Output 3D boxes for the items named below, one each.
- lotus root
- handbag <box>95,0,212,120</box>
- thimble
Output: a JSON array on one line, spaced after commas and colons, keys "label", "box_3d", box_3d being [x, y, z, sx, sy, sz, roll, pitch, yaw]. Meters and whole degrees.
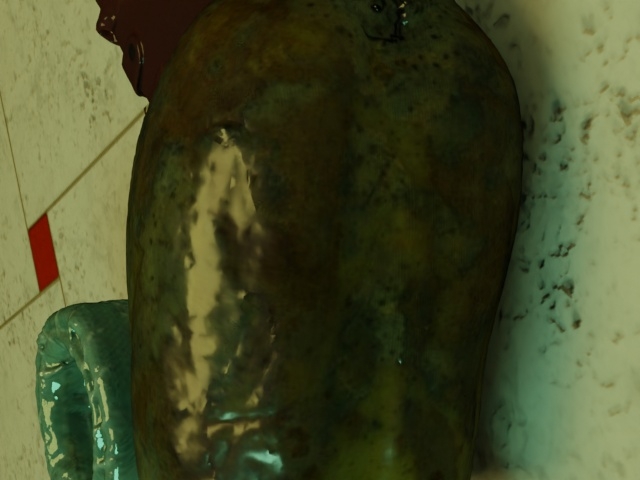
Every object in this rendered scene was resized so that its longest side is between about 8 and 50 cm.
[{"label": "lotus root", "box_3d": [0.000, 0.000, 0.749, 0.250, 0.250, 0.346, 23, 109, 55]}, {"label": "handbag", "box_3d": [-0.099, -0.222, 1.003, 0.260, 0.084, 0.275, 63, 144, 25]}, {"label": "thimble", "box_3d": [-0.171, 0.161, 1.135, 0.198, 0.143, 0.235, 50, 135, 44]}]
